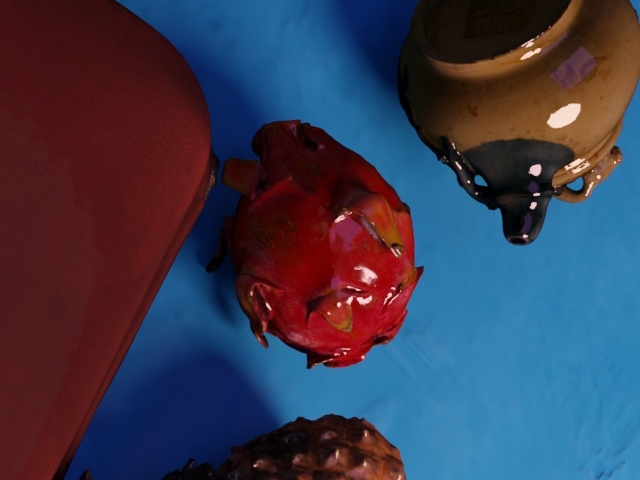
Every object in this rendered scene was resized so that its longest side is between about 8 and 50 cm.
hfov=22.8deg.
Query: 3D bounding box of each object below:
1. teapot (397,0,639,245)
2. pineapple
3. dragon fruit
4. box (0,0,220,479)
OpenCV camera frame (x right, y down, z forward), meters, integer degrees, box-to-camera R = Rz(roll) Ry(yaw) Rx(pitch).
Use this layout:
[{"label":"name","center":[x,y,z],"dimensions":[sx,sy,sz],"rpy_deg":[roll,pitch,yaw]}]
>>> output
[{"label":"teapot","center":[0.154,-0.115,1.139],"dimensions":[0.182,0.173,0.269],"rpy_deg":[58,35,-41]},{"label":"pineapple","center":[-0.065,0.172,0.937],"dimensions":[0.237,0.111,0.119],"rpy_deg":[-14,99,-32]},{"label":"dragon fruit","center":[0.000,0.000,1.016],"dimensions":[0.136,0.133,0.166],"rpy_deg":[-14,86,-24]},{"label":"box","center":[-0.223,0.011,0.899],"dimensions":[0.263,0.108,0.404],"rpy_deg":[35,61,-16]}]
